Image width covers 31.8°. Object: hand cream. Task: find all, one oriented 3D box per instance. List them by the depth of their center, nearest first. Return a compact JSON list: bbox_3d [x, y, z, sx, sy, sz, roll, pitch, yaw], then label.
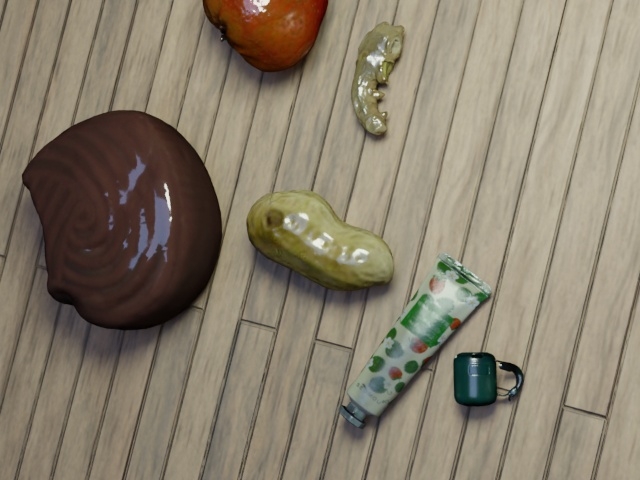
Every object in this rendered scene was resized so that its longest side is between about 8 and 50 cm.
[{"bbox_3d":[0.127,0.150,1.606,0.095,0.059,0.276,38,92,17],"label":"hand cream"}]

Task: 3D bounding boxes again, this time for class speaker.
[{"bbox_3d":[0.232,0.193,1.560,0.094,0.060,0.075,-3,84,18],"label":"speaker"}]

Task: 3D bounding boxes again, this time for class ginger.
[{"bbox_3d":[0.081,-0.242,1.672,0.069,0.051,0.173,8,91,25],"label":"ginger"}]

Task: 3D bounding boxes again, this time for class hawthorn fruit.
[{"bbox_3d":[-0.063,-0.372,1.664,0.225,0.196,0.196,-45,72,-4],"label":"hawthorn fruit"}]

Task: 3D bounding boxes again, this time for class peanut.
[{"bbox_3d":[0.000,0.000,1.636,0.236,0.110,0.120,23,83,18],"label":"peanut"}]

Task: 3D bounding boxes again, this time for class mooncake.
[{"bbox_3d":[-0.314,-0.039,1.717,0.334,0.174,0.325,18,92,19],"label":"mooncake"}]
